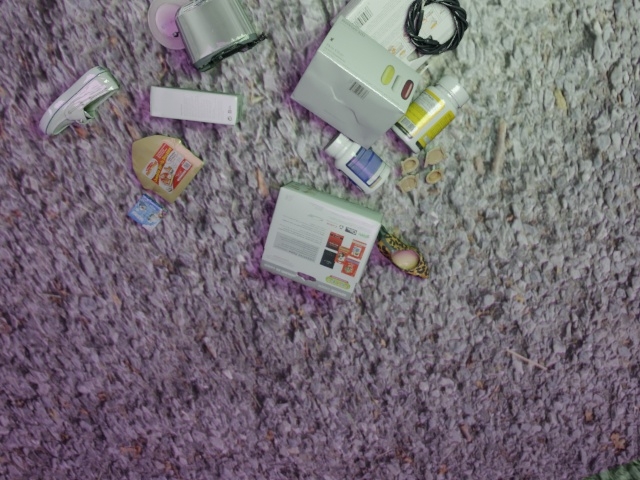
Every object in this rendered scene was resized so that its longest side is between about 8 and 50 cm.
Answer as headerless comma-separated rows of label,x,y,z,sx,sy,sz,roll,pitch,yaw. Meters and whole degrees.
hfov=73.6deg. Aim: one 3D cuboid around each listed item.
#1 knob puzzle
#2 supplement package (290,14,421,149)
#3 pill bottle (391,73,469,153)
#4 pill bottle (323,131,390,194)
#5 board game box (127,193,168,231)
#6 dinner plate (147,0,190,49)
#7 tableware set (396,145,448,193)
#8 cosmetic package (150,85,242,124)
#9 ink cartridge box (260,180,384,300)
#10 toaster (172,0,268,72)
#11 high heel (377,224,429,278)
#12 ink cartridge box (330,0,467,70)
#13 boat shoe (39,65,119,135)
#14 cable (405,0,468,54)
knob puzzle,-0.480,-0.235,1.299,0.214,0.030,0.212,0,112,-1
supplement package,0.090,-0.408,1.135,0.262,0.204,0.145,31,64,-13
pill bottle,0.311,-0.360,1.225,0.119,0.119,0.208,42,104,-16
pill bottle,0.106,-0.235,1.271,0.187,0.112,0.112,40,105,-15
board game box,-0.548,-0.087,1.360,0.090,0.020,0.090,40,106,-15
dinner plate,-0.402,-0.599,1.170,0.141,0.017,0.141,0,111,0
tableware set,0.310,-0.213,1.306,0.169,0.020,0.141,-18,138,1
cosmetic package,-0.343,-0.381,1.202,0.231,0.117,0.085,6,110,-5
ink cartridge box,0.000,0.000,1.316,0.310,0.130,0.271,21,110,6
toaster,-0.269,-0.558,1.127,0.227,0.129,0.146,-27,107,0
high heel,0.270,0.067,1.350,0.261,0.186,0.093,42,103,-15
ink cartridge box,0.216,-0.594,1.162,0.296,0.066,0.261,-41,132,13
boat shoe,-0.681,-0.373,1.207,0.258,0.095,0.084,-39,103,13
cable,0.313,-0.572,1.144,0.151,0.047,0.184,-40,132,13
